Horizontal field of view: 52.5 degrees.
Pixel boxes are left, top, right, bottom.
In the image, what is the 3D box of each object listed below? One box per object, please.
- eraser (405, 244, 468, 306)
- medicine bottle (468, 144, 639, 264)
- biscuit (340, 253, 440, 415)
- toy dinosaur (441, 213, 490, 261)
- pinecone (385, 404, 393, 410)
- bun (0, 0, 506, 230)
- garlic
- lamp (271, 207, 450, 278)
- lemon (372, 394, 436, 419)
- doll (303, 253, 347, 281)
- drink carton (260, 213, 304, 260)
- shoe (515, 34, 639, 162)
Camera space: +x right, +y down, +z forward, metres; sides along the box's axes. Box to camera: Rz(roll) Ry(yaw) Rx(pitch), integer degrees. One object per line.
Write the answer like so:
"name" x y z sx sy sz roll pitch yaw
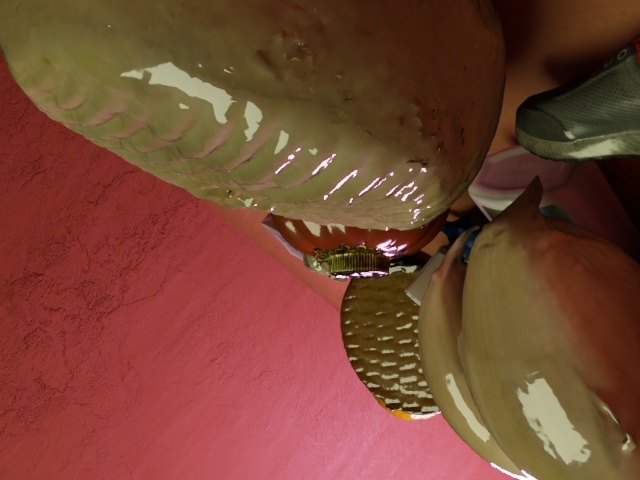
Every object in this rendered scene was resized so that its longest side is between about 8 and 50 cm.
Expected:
"eraser" 0.199 0.074 0.922 0.124 0.081 0.279 39 -173 10
"medicine bottle" 0.247 0.001 0.635 0.219 0.078 0.115 45 155 -29
"biscuit" 0.165 0.177 1.228 0.318 0.318 0.040 32 -151 35
"toy dinosaur" 0.168 -0.013 0.837 0.188 0.075 0.247 31 -170 23
"pinecone" 0.214 0.246 1.380 0.264 0.264 0.264 38 170 8
"bun" -0.038 -0.140 0.477 0.362 0.234 0.326 15 178 -6
"garlic" 0.218 0.115 0.581 0.313 0.249 0.286 30 -170 -20
"lamp" 0.046 -0.054 0.788 0.223 0.196 0.223 0 171 0
"lemon" 0.238 0.341 1.724 0.253 0.253 0.310 42 176 -16
"doll" 0.002 0.004 1.257 0.175 0.149 0.278 32 161 -11
"drink carton" -0.024 -0.009 1.522 0.222 0.102 0.134 26 166 50
"shoe" 0.204 -0.097 0.429 0.194 0.074 0.077 25 141 60
